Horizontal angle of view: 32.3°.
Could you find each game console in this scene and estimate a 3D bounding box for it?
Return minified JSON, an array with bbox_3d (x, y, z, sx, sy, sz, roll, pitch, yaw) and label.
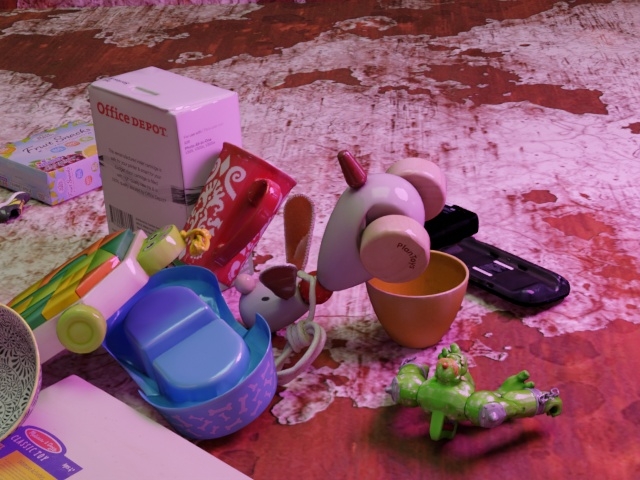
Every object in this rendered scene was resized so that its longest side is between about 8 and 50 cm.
[{"bbox_3d":[0.191,0.025,1.615,0.213,0.044,0.361,-23,32,-32],"label":"game console"}]

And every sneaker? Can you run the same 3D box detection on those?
[{"bbox_3d":[-0.515,-0.054,1.866,0.035,0.031,0.083,23,37,18],"label":"sneaker"}]

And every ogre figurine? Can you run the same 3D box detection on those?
[{"bbox_3d":[0.163,0.175,1.257,0.197,0.097,0.118,32,21,27],"label":"ogre figurine"}]

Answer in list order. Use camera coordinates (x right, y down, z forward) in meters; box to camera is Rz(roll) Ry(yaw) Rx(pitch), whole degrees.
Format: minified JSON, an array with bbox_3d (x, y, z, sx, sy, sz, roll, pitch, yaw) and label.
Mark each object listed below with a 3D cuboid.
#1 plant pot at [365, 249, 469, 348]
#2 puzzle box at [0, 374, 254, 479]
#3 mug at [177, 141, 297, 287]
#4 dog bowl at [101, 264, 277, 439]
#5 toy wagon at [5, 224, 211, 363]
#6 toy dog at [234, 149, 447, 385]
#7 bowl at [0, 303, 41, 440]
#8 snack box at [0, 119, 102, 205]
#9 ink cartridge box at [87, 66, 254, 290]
[{"bbox_3d":[0.125,0.083,1.437,0.134,0.095,0.134,-3,25,1],"label":"plant pot"},{"bbox_3d":[-0.238,0.279,1.116,0.409,0.052,0.272,21,35,40],"label":"puzzle box"},{"bbox_3d":[-0.122,-0.033,1.463,0.113,0.169,0.150,29,-3,3],"label":"mug"},{"bbox_3d":[-0.158,0.135,1.341,0.166,0.074,0.297,-33,35,-16],"label":"dog bowl"},{"bbox_3d":[-0.291,0.066,1.370,0.344,0.068,0.267,-33,16,10],"label":"toy wagon"},{"bbox_3d":[0.000,0.000,1.371,0.333,0.161,0.220,-41,20,13],"label":"toy dog"},{"bbox_3d":[-0.368,0.156,1.202,0.170,0.080,0.170,-4,69,11],"label":"bowl"},{"bbox_3d":[-0.458,-0.144,1.995,0.174,0.070,0.207,19,32,37],"label":"snack box"},{"bbox_3d":[-0.214,-0.086,1.597,0.121,0.289,0.211,-25,34,-38],"label":"ink cartridge box"}]
